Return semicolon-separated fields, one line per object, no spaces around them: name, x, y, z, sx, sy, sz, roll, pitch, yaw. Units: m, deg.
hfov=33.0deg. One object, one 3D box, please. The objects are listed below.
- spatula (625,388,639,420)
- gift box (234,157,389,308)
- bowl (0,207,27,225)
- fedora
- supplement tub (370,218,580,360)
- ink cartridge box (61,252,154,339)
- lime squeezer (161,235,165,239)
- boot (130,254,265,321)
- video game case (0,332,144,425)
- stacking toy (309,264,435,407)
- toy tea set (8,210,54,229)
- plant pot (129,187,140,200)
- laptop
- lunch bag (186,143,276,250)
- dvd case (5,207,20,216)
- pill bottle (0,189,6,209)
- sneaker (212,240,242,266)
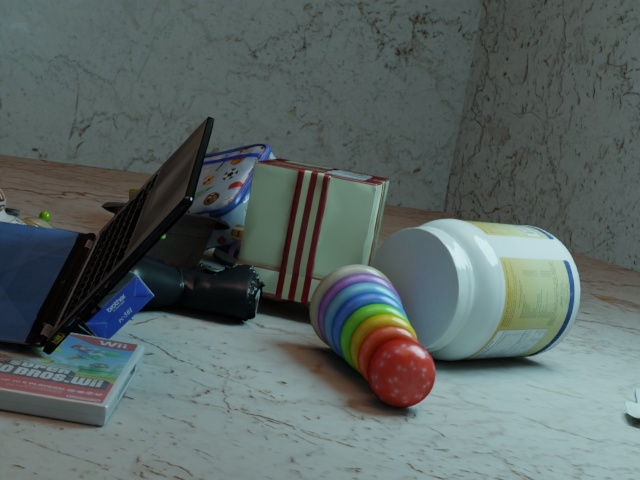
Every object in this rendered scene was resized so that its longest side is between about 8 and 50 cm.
spatula;0.544;0.260;1.634;0.168;0.019;0.242;11;7;14
gift box;0.000;0.000;1.942;0.255;0.258;0.276;12;7;13
bowl;-0.534;-0.004;1.730;0.170;0.080;0.170;-9;15;2
fedora;-0.300;0.001;2.044;0.243;0.124;0.275;9;1;-20
supplement tub;0.253;0.082;1.779;0.316;0.228;0.228;4;10;-43
ink cartridge box;-0.328;0.073;1.555;0.207;0.097;0.046;20;-30;55
lime squeezer;-0.399;0.024;1.792;0.310;0.059;0.110;-10;-28;3
boot;-0.205;0.074;1.723;0.207;0.094;0.246;8;1;9
video game case;-0.326;0.148;1.265;0.204;0.025;0.285;10;7;-3
stacking toy;0.083;0.138;1.526;0.141;0.141;0.330;8;11;-14
toy tea set;-0.617;-0.073;1.905;0.336;0.124;0.200;24;-13;-3
plant pot;-0.389;-0.063;2.538;0.134;0.095;0.134;10;7;-1
laptop;-0.367;-0.041;1.405;0.236;0.408;0.382;41;14;-16
lunch bag;-0.228;-0.096;2.289;0.303;0.243;0.115;-5;-46;38
dvd case;-0.795;-0.075;2.374;0.221;0.018;0.164;11;7;4
pill bottle;-0.706;-0.073;2.204;0.086;0.086;0.152;10;7;2
sneaker;-0.113;0.005;2.244;0.112;0.131;0.319;5;9;-44
